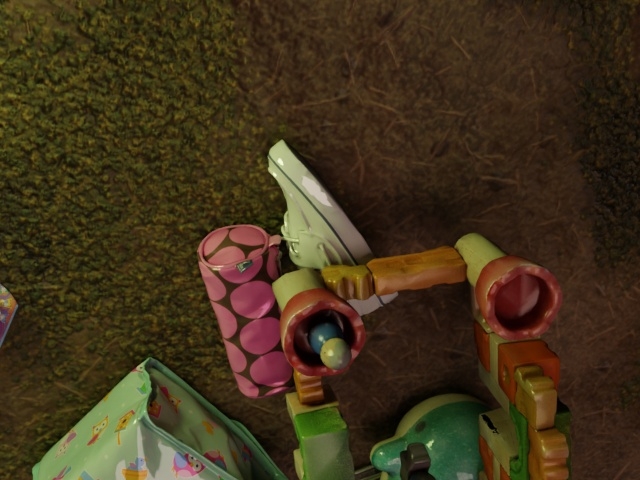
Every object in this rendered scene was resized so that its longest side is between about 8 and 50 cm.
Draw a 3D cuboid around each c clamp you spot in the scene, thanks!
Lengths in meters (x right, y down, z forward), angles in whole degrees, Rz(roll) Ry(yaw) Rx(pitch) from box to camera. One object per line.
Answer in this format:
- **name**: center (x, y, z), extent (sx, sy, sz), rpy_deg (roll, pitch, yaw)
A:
- **c clamp**: center (0.094, 0.363, 1.464), extent (0.160, 0.022, 0.137), rpy_deg (-14, 122, -8)

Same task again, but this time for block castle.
- **block castle**: center (0.118, 0.237, 1.148), extent (0.303, 0.213, 0.453), rpy_deg (-9, 111, -10)

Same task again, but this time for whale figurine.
- **whale figurine**: center (0.152, 0.338, 1.381), extent (0.216, 0.141, 0.272), rpy_deg (39, 93, -29)

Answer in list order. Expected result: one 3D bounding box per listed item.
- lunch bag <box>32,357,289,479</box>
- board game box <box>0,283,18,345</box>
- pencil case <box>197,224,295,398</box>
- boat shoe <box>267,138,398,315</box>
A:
- **lunch bag**: center (-0.189, 0.311, 1.279), extent (0.223, 0.160, 0.262), rpy_deg (-45, 115, 11)
- **board game box**: center (-0.425, 0.107, 1.170), extent (0.133, 0.033, 0.169), rpy_deg (19, 112, -24)
- **pencil case**: center (-0.074, 0.086, 1.219), extent (0.098, 0.095, 0.209), rpy_deg (-14, 125, -1)
- **boat shoe**: center (0.000, 0.000, 1.187), extent (0.084, 0.095, 0.258), rpy_deg (-35, 121, 1)
